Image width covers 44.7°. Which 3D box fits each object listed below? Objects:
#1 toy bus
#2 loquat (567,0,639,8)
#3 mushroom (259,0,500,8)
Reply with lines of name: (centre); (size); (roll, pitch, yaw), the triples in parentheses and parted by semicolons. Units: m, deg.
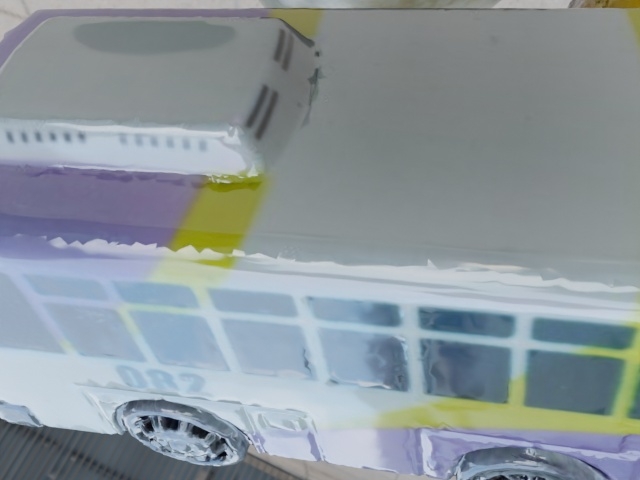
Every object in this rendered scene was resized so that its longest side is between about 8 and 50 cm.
toy bus: (0.000, 0.000, 0.447); (0.440, 0.209, 0.249); (4, 142, 14)
loquat: (0.376, -0.209, 0.871); (0.263, 0.263, 0.263); (22, 156, 11)
mushroom: (0.056, -0.325, 0.679); (0.297, 0.298, 0.290); (-37, 72, 64)
